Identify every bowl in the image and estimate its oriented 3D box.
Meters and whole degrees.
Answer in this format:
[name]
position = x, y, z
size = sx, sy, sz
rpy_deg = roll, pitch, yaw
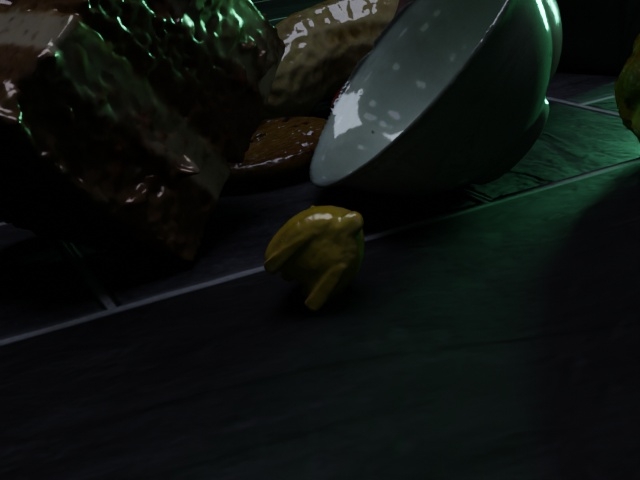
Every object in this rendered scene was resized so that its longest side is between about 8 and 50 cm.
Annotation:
[bowl]
position = 0.140, -0.142, 0.978
size = 0.146, 0.313, 0.313
rpy_deg = 34, 12, -17

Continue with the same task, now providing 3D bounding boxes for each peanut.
[peanut]
position = 0.014, -0.259, 1.370
size = 0.325, 0.153, 0.140
rpy_deg = -35, 10, -22

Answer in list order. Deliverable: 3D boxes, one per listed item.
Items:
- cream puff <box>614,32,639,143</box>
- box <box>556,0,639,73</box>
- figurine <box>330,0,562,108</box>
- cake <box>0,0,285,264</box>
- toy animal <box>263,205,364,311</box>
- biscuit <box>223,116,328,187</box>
[cream puff]
position = 0.418, -0.159, 0.962
size = 0.244, 0.196, 0.244
rpy_deg = -34, 6, 4
[box]
position = 0.459, -0.413, 1.489
size = 0.345, 0.251, 0.205
rpy_deg = -24, 26, -37
[figurine]
position = 0.182, -0.232, 1.200
size = 0.211, 0.261, 0.270
rpy_deg = 31, 24, 10
[cake]
position = -0.220, -0.157, 0.907
size = 0.282, 0.255, 0.290
rpy_deg = 11, 68, 35
[toy animal]
position = 0.003, -0.001, 0.814
size = 0.083, 0.070, 0.159
rpy_deg = -47, 4, 7
[biscuit]
position = -0.074, -0.105, 1.159
size = 0.212, 0.036, 0.212
rpy_deg = -9, 21, 3
